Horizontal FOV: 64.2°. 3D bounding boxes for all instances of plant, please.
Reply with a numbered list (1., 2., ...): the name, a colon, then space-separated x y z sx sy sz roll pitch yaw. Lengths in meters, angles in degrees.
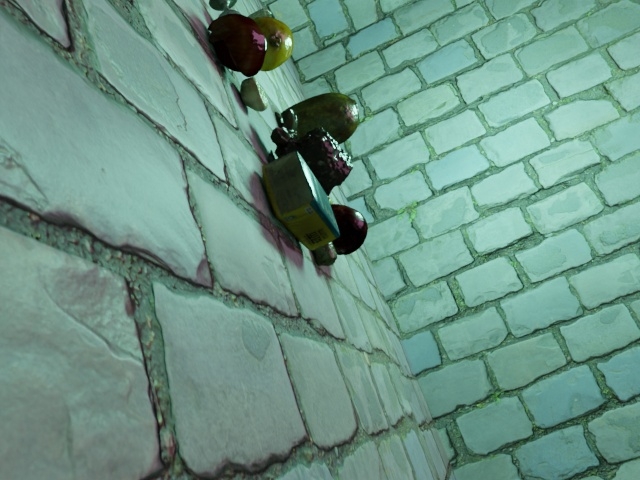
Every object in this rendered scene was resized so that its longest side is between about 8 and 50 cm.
1. plant: -0.057 -0.289 1.692 0.312 0.213 0.215 40 12 -17

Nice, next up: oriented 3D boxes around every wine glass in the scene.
1. wine glass: -0.296 -0.713 1.718 0.103 0.103 0.230 31 41 -75

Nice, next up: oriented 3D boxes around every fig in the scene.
1. fig: 0.082 -0.009 1.916 0.186 0.204 0.249 -49 139 -39

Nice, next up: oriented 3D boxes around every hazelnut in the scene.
1. hazelnut: -0.252 -0.605 1.571 0.202 0.160 0.170 40 -3 36

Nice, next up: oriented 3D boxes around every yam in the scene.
1. yam: 0.000 0.000 1.734 0.078 0.078 0.179 44 24 -68

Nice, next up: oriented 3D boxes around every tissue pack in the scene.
1. tissue pack: -0.055 -0.107 1.492 0.271 0.134 0.192 50 20 -61

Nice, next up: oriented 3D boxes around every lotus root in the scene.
1. lotus root: 0.007 -0.530 2.298 0.250 0.347 0.250 -18 90 -87

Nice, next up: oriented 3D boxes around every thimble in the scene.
1. thimble: -0.260 -0.917 2.281 0.219 0.150 0.218 -22 90 -81

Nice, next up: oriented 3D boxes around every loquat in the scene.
1. loquat: -0.204 -0.774 2.002 0.213 0.214 0.246 63 -12 -24

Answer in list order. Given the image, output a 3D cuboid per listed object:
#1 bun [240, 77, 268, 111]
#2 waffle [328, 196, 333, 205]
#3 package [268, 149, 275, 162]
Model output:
1. bun: -0.219 -0.465 1.648 0.115 0.069 0.115 -22 90 -80
2. waffle: -0.005 -0.188 2.196 0.317 0.073 0.297 50 20 -54
3. package: -0.159 -0.271 1.674 0.110 0.015 0.037 -94 158 -69
